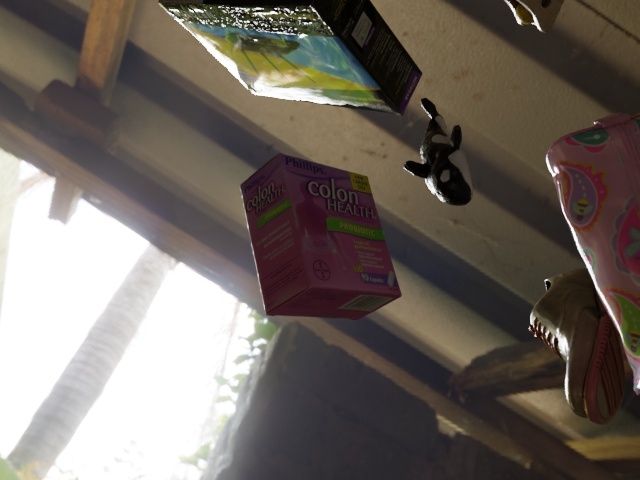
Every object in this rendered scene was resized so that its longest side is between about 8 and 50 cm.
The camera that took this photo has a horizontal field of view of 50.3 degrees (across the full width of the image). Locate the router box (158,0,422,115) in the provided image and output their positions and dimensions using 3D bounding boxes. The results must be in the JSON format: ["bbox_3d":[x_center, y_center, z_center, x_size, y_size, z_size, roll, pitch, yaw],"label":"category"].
[{"bbox_3d":[-0.025,-0.162,0.545,0.179,0.046,0.133,18,-13,41],"label":"router box"}]

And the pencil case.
[{"bbox_3d":[0.327,0.015,0.681,0.124,0.284,0.124,-14,-15,-4],"label":"pencil case"}]

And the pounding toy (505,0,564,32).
[{"bbox_3d":[0.330,-0.454,1.151,0.154,0.155,0.269,-48,-55,8],"label":"pounding toy"}]

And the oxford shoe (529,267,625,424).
[{"bbox_3d":[0.378,0.150,1.016,0.130,0.348,0.123,-7,-70,26],"label":"oxford shoe"}]

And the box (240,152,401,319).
[{"bbox_3d":[0.000,0.000,1.160,0.214,0.242,0.117,10,-33,-42],"label":"box"}]

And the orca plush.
[{"bbox_3d":[0.209,-0.168,1.304,0.102,0.287,0.151,-4,-35,-2],"label":"orca plush"}]
